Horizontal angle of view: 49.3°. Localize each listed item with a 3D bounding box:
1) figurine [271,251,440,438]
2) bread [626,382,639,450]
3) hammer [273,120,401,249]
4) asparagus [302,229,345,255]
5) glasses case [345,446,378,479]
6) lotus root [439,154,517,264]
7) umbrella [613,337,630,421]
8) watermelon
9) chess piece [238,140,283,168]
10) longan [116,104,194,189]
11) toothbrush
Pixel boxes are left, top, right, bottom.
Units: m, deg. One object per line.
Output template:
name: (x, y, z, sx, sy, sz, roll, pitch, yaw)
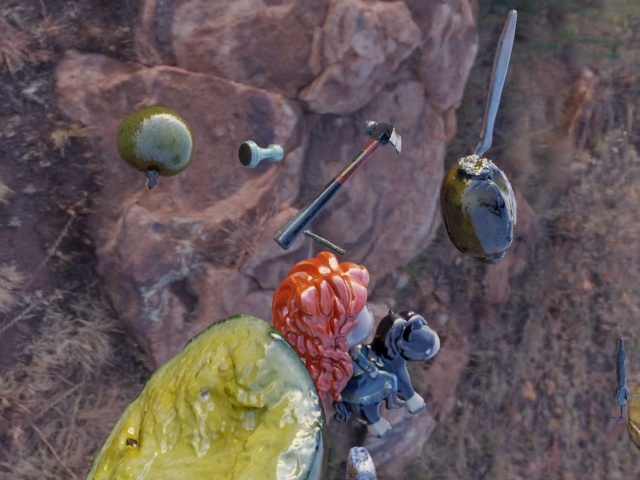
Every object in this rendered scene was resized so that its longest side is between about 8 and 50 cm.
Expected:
figurine: (0.071, 0.225, 1.456, 0.411, 0.241, 0.306, 31, 104, -19)
bread: (0.435, 0.168, 0.752, 0.114, 0.132, 0.191, 19, 109, -33)
hammer: (0.027, -0.095, 1.157, 0.288, 0.111, 0.033, -46, 122, -13)
asparagus: (0.000, 0.000, 1.602, 0.015, 0.127, 0.018, -63, 177, 23)
glasses case: (0.087, 0.528, 1.427, 0.065, 0.087, 0.248, -12, 123, -13)
lotus root: (0.238, -0.042, 1.051, 0.120, 0.120, 0.210, -54, 138, -31)
umbrella: (0.724, 0.332, 1.672, 0.044, 0.044, 0.269, -18, 121, -12)
watermelon: (-0.112, 0.264, 0.757, 0.189, 0.330, 0.331, 42, 60, -18)
chess piece: (-0.143, -0.212, 1.704, 0.103, 0.067, 0.067, -10, 102, -40)
longan: (-0.344, -0.194, 1.450, 0.145, 0.154, 0.176, 37, 64, -76)
toothbrush: (0.273, -0.195, 1.134, 0.028, 0.037, 0.375, -83, 176, -47)
